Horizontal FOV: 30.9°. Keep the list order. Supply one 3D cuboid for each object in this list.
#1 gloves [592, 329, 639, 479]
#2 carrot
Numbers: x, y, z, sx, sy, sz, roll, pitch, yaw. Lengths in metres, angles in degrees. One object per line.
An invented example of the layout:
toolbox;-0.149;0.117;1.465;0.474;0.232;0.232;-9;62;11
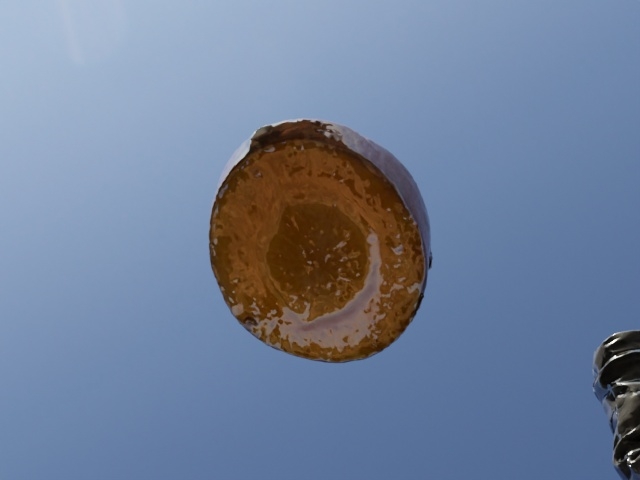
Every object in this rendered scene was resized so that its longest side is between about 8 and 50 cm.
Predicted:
gloves;0.317;0.172;0.979;0.142;0.119;0.285;0;-162;-7
carrot;0.000;0.000;1.360;0.258;0.307;0.100;-25;-150;8
